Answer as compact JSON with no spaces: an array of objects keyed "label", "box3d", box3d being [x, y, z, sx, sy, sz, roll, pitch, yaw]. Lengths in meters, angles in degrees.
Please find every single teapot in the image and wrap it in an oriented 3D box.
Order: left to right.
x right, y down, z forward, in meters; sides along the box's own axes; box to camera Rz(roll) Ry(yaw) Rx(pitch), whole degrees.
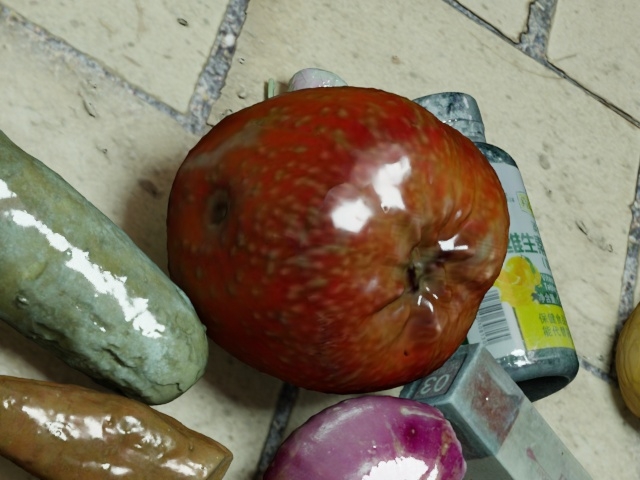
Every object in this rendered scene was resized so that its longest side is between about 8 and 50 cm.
[{"label":"teapot","box3d":[-0.015,-0.126,1.787,0.083,0.064,0.064,15,61,9]}]

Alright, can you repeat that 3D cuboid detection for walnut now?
[{"label":"walnut","box3d":[0.369,0.119,1.881,0.144,0.144,0.180,30,56,-20]}]

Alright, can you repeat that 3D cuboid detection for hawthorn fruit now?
[{"label":"hawthorn fruit","box3d":[0.000,0.000,1.595,0.275,0.300,0.275,3,86,-62]}]

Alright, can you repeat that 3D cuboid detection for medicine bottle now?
[{"label":"medicine bottle","box3d":[0.138,0.010,1.764,0.141,0.141,0.293,-2,67,-37]}]

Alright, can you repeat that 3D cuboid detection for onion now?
[{"label":"onion","box3d":[0.034,0.238,1.542,0.201,0.207,0.200,3,31,-2]}]

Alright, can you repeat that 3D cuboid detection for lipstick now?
[{"label":"lipstick","box3d":[0.209,0.250,1.676,0.371,0.080,0.076,50,49,-21]}]

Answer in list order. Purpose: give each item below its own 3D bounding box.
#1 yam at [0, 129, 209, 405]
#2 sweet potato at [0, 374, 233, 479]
[{"label":"yam","box3d":[-0.229,0.016,1.501,0.330,0.133,0.133,39,50,-12]},{"label":"sweet potato","box3d":[-0.181,0.162,1.483,0.252,0.097,0.097,24,54,-25]}]
